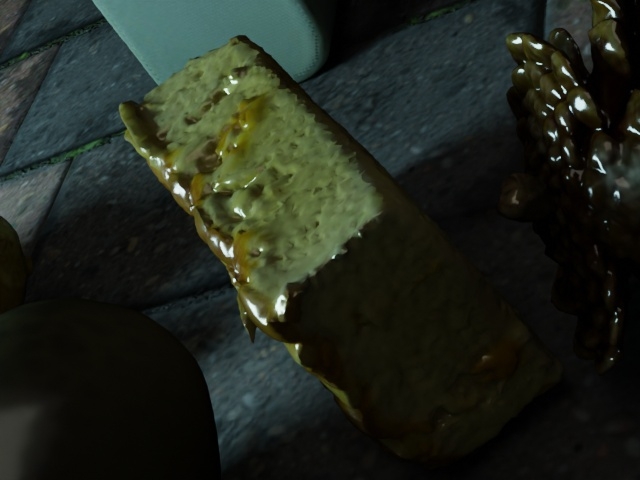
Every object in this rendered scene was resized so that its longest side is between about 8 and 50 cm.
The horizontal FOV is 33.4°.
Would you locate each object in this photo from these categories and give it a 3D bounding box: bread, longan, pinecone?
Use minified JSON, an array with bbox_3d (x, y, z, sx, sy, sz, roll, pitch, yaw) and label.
[{"bbox_3d":[0.000,0.000,0.617,0.114,0.185,0.274,-45,36,3],"label":"bread"},{"bbox_3d":[-0.150,0.138,0.600,0.198,0.198,0.212,8,54,45],"label":"longan"},{"bbox_3d":[0.192,-0.038,0.496,0.212,0.185,0.168,-4,32,17],"label":"pinecone"}]

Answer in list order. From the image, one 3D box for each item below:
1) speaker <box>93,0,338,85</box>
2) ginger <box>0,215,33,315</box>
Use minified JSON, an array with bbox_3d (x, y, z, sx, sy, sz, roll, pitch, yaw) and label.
[{"bbox_3d":[-0.132,-0.324,0.888,0.183,0.406,0.184,-16,38,27],"label":"speaker"},{"bbox_3d":[-0.394,0.097,0.893,0.357,0.152,0.274,-2,70,41],"label":"ginger"}]
